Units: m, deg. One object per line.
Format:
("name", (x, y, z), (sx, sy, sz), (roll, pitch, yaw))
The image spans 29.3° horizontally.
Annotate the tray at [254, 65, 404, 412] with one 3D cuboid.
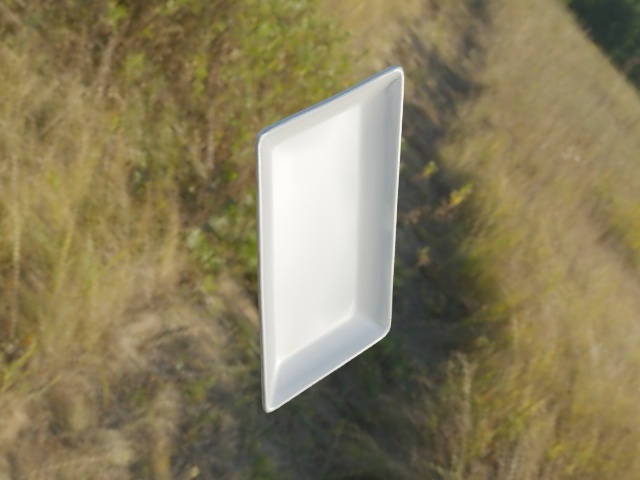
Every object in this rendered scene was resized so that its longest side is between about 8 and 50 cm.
("tray", (0.000, 0.000, 0.943), (0.030, 0.145, 0.270), (35, -40, 35))
